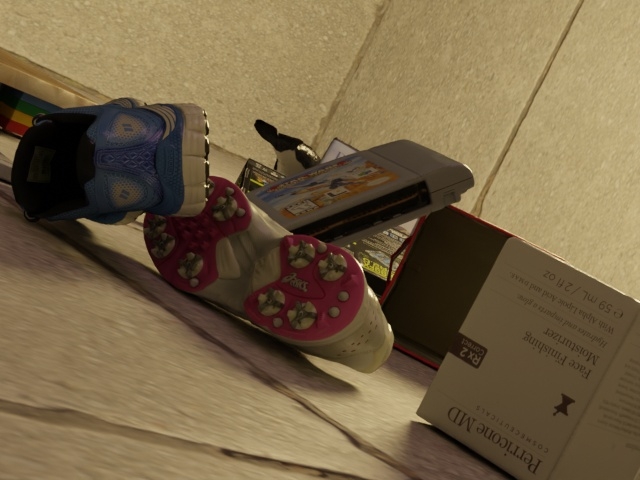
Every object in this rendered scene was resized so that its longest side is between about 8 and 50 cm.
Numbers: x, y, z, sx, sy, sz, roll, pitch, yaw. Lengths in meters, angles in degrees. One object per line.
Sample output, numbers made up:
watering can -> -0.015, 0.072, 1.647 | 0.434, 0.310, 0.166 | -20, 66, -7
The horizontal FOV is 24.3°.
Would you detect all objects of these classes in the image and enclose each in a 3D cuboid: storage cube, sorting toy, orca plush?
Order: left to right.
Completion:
sorting toy -> -0.471, -0.220, 1.993 | 0.257, 0.089, 0.255 | 30, 5, 37
orca plush -> -0.048, -0.111, 2.378 | 0.151, 0.102, 0.287 | -9, -36, 17
storage cube -> 0.182, 0.069, 1.839 | 0.215, 0.183, 0.193 | 26, 2, 3

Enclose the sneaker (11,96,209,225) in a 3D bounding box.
sneaker -> -0.221, -0.079, 1.377 | 0.147, 0.129, 0.330 | 2, -2, -25

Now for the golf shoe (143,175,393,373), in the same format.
golf shoe -> -0.052, 0.038, 1.392 | 0.306, 0.115, 0.140 | 33, -8, 43

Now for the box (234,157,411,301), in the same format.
box -> 0.000, 0.000, 2.040 | 0.270, 0.060, 0.216 | 26, 21, -9

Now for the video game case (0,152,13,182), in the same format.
video game case -> -0.396, -0.109, 1.530 | 0.157, 0.019, 0.143 | 23, 5, -35

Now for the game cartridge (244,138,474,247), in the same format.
game cartridge -> 0.011, -0.043, 1.751 | 0.198, 0.297, 0.062 | -140, -149, -64

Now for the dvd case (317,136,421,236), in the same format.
dvd case -> 0.052, -0.031, 2.213 | 0.180, 0.022, 0.253 | 29, 47, 0

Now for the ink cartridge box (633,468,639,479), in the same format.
ink cartridge box -> 0.399, 0.221, 1.490 | 0.203, 0.148, 0.086 | 26, 3, -9

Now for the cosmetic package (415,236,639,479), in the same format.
cosmetic package -> 0.215, 0.121, 1.318 | 0.151, 0.183, 0.151 | 29, 3, 39
